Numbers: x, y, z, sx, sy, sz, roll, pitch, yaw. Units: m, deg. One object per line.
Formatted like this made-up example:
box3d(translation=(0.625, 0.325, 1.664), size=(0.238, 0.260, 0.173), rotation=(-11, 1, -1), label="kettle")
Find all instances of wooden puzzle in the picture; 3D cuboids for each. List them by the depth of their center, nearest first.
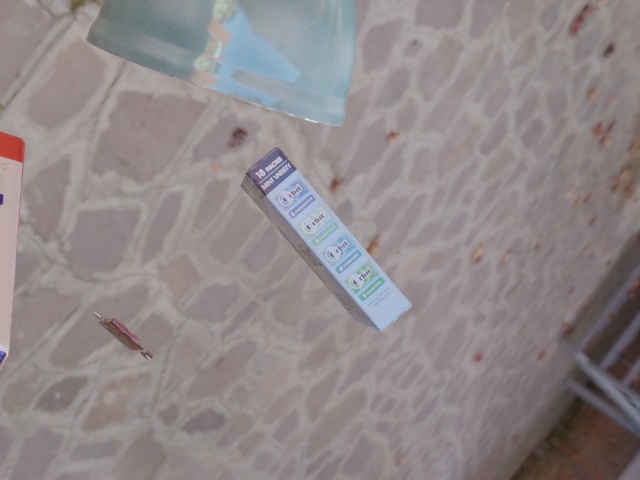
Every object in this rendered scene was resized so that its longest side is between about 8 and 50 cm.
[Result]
box3d(translation=(-0.223, 0.107, 1.194), size=(0.006, 0.083, 0.049), rotation=(-53, -160, -23), label="wooden puzzle")

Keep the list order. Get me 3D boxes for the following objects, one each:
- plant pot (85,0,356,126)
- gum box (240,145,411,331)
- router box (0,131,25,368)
box3d(translation=(-0.083, -0.263, 1.142), size=(0.293, 0.293, 0.196), rotation=(1, 110, -62), label="plant pot")
box3d(translation=(0.000, 0.000, 0.995), size=(0.041, 0.184, 0.157), rotation=(-41, -177, -5), label="gum box")
box3d(translation=(-0.412, -0.026, 0.836), size=(0.335, 0.301, 0.082), rotation=(19, 120, -26), label="router box")
